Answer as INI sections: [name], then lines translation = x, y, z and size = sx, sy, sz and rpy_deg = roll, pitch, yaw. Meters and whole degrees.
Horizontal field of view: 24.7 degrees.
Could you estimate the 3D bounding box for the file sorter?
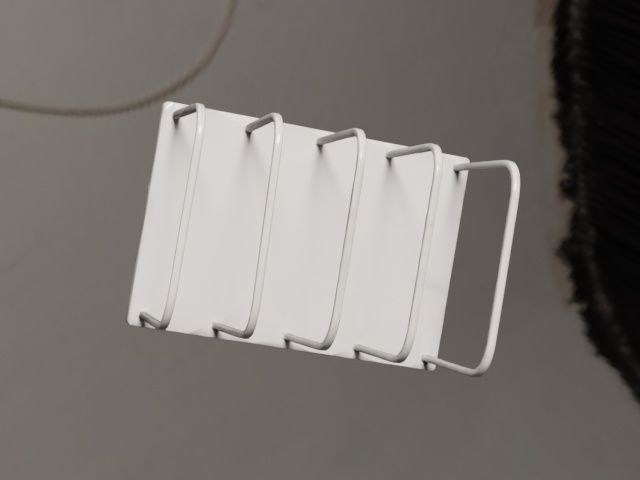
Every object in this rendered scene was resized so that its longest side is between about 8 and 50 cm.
[file sorter]
translation = 0.000, 0.000, 1.201
size = 0.277, 0.173, 0.193
rpy_deg = 10, 89, -13
